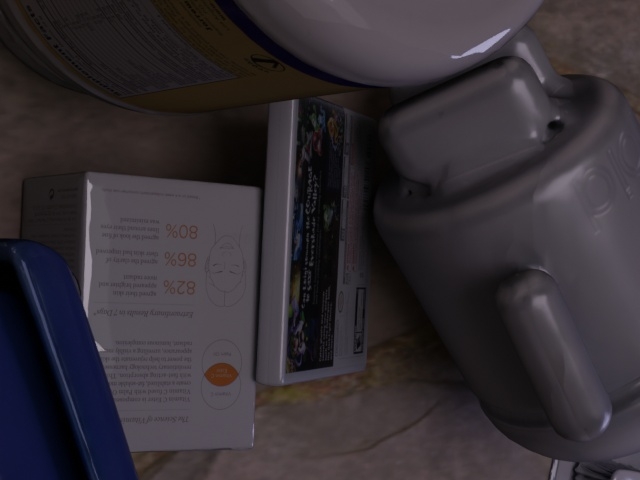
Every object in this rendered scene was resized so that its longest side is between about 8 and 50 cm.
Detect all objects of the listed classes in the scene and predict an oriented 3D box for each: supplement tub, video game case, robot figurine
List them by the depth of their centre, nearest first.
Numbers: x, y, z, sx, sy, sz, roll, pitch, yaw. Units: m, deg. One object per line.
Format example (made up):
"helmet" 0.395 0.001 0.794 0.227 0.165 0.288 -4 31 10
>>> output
"supplement tub" -0.048 -0.194 0.765 0.241 0.331 0.241 -1 91 -35
"video game case" 0.000 0.000 0.937 0.173 0.022 0.190 6 87 -70
"robot figurine" 0.173 0.020 1.005 0.353 0.200 0.300 59 26 -22

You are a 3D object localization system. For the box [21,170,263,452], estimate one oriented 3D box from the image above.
"box" -0.116 0.046 0.865 0.130 0.091 0.170 4 87 -37

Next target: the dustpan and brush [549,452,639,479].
"dustpan and brush" 0.295 0.219 1.181 0.211 0.060 0.147 18 80 -34

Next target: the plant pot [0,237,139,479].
"plant pot" -0.230 0.121 0.705 0.212 0.236 0.236 -25 104 -39
